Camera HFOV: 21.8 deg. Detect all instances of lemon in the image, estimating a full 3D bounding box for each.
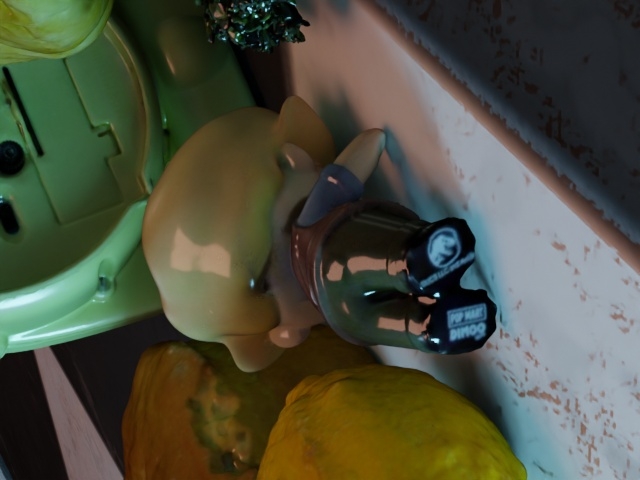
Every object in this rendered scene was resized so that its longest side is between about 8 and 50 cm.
[{"bbox_3d":[0.029,0.113,0.731,0.155,0.114,0.114,42,149,50],"label":"lemon"}]

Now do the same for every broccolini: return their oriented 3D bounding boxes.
[{"bbox_3d":[-0.059,-0.203,0.757,0.123,0.062,0.271,131,124,-65],"label":"broccolini"}]

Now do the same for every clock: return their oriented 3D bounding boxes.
[{"bbox_3d":[-0.190,-0.046,0.879,0.235,0.308,0.096,66,164,6],"label":"clock"}]

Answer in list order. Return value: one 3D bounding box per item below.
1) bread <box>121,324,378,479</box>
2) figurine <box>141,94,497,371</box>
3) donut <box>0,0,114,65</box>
[{"bbox_3d":[-0.025,0.162,0.914,0.268,0.146,0.268,163,90,-71],"label":"bread"},{"bbox_3d":[0.000,0.000,0.751,0.196,0.108,0.114,7,129,51],"label":"figurine"},{"bbox_3d":[-0.168,-0.243,0.715,0.360,0.170,0.360,171,90,-80],"label":"donut"}]
